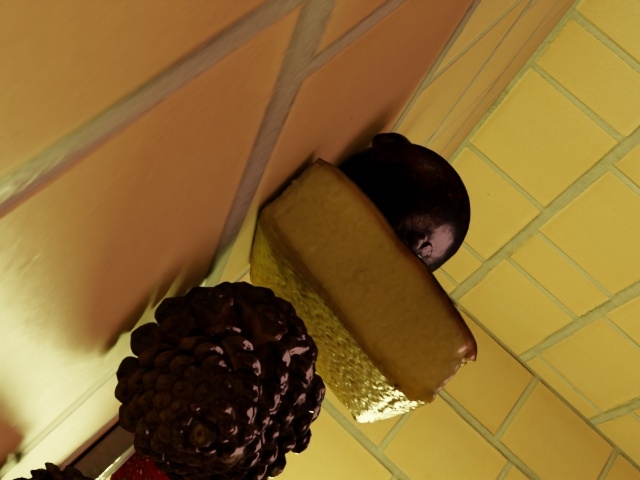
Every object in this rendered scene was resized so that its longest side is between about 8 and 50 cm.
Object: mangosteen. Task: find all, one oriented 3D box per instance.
[{"bbox_3d":[0.119,-0.060,1.187,0.228,0.228,0.265,-50,-155,25],"label":"mangosteen"}]

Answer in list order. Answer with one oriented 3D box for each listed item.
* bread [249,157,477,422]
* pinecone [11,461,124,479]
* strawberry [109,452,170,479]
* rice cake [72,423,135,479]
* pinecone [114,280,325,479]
[{"bbox_3d":[0.040,0.087,1.028,0.143,0.324,0.333,-37,172,-18],"label":"bread"},{"bbox_3d":[-0.318,0.377,0.837,0.272,0.224,0.224,-38,172,-14],"label":"pinecone"},{"bbox_3d":[-0.304,0.447,1.505,0.260,0.258,0.261,-11,173,-1],"label":"strawberry"},{"bbox_3d":[-0.343,0.347,1.256,0.298,0.050,0.106,-42,171,-43],"label":"rice cake"},{"bbox_3d":[-0.117,0.156,0.900,0.246,0.246,0.292,-49,-170,10],"label":"pinecone"}]
